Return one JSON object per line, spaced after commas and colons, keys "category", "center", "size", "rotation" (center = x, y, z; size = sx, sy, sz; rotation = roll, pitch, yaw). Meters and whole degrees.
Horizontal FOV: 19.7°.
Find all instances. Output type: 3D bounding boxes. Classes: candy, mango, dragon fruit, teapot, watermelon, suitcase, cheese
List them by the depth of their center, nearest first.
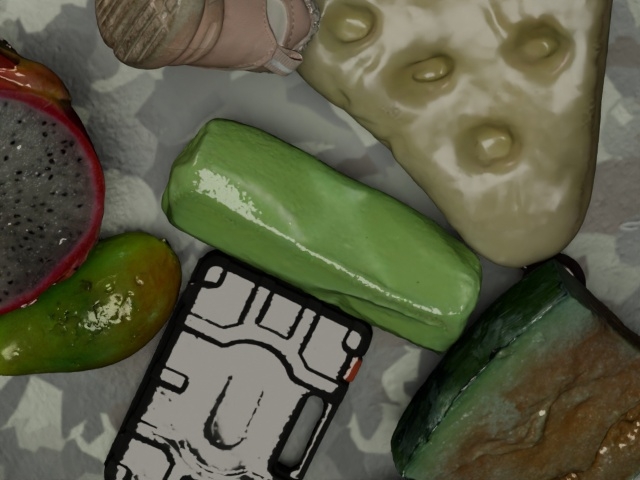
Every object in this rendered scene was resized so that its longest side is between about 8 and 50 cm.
{"category": "dragon fruit", "center": [-0.378, -0.088, 1.869], "size": [0.305, 0.226, 0.305], "rotation": [-11, 124, -17]}
{"category": "cheese", "center": [0.131, -0.131, 1.897], "size": [0.351, 0.129, 0.328], "rotation": [-4, 102, 5]}
{"category": "candy", "center": [0.000, 0.000, 1.904], "size": [0.343, 0.132, 0.142], "rotation": [27, 132, -1]}
{"category": "watermelon", "center": [0.211, 0.161, 1.910], "size": [0.302, 0.151, 0.264], "rotation": [31, 106, -38]}
{"category": "mango", "center": [-0.248, 0.078, 1.933], "size": [0.233, 0.125, 0.111], "rotation": [-30, 123, -2]}
{"category": "teapot", "center": [0.247, 0.044, 1.963], "size": [0.100, 0.045, 0.068], "rotation": [39, 119, 12]}
{"category": "suitcase", "center": [-0.089, 0.173, 1.973], "size": [0.206, 0.066, 0.285], "rotation": [26, 98, -3]}

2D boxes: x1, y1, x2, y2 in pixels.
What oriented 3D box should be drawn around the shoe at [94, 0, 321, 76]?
{"category": "shoe", "center": [-0.129, -0.297, 1.837], "size": [0.198, 0.351, 0.172], "rotation": [15, 140, -36]}
